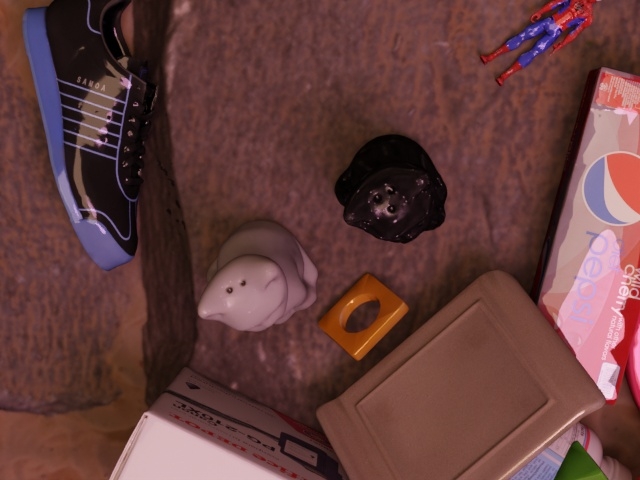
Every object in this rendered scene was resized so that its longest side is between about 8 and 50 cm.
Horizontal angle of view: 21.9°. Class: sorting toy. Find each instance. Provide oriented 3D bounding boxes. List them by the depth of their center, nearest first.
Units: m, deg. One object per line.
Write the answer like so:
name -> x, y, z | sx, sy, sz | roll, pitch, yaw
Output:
sorting toy -> 0.108, 0.134, 1.279 | 0.196, 0.347, 0.047 | -38, 129, 5

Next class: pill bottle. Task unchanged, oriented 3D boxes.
pill bottle -> 0.174, 0.174, 1.361 | 0.160, 0.087, 0.087 | 34, 95, -10

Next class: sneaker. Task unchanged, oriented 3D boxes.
sneaker -> -0.175, -0.095, 1.368 | 0.090, 0.081, 0.232 | -15, 92, 11

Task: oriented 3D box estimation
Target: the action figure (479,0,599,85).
action figure -> 0.189, -0.174, 1.372 | 0.115, 0.030, 0.038 | -36, 86, 3

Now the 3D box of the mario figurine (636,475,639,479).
mario figurine -> 0.297, 0.323, 1.240 | 0.198, 0.170, 0.320 | -18, 94, 7

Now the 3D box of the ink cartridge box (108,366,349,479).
ink cartridge box -> -0.067, 0.194, 1.304 | 0.172, 0.237, 0.100 | 26, 95, 1

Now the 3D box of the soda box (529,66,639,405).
soda box -> 0.230, -0.005, 1.347 | 0.083, 0.092, 0.263 | 15, 95, 2

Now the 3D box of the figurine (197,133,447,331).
figurine -> 0.000, 0.000, 1.301 | 0.215, 0.209, 0.092 | -33, 91, 5

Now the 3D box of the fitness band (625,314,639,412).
fitness band -> 0.374, 0.052, 1.368 | 0.209, 0.054, 0.290 | 24, 94, 4
